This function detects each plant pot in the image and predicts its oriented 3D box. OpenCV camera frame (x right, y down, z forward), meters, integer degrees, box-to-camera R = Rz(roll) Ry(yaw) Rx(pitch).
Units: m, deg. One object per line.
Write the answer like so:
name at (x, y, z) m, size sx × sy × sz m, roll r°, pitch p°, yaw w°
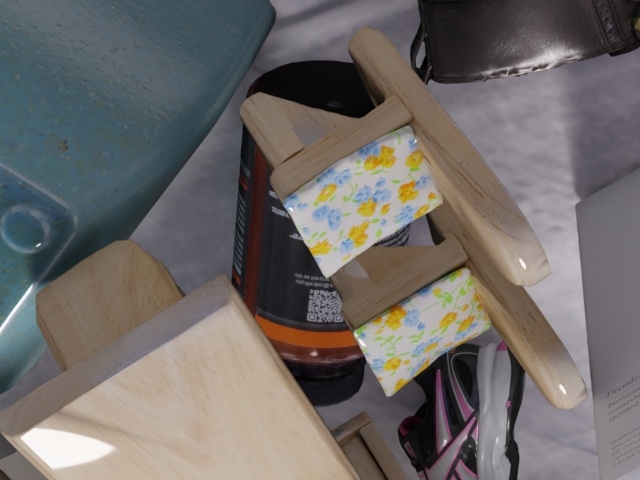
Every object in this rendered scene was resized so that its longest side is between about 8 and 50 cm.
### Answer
plant pot at (-0.200, -0.055, 0.961) m, size 0.247 × 0.252 × 0.248 m, roll 33°, pitch 117°, yaw -13°

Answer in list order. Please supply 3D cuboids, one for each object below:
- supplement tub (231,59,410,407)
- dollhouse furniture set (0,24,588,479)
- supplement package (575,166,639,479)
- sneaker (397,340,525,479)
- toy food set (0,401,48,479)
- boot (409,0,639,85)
supplement tub at (0.000, 0.000, 1.057) m, size 0.106 × 0.106 × 0.197 m, roll 7°, pitch 119°, yaw 1°
dollhouse furniture set at (-0.018, 0.169, 0.909) m, size 0.362 × 0.256 × 0.394 m, roll -32°, pitch 146°, yaw -2°
supplement package at (0.261, 0.066, 0.962) m, size 0.175 × 0.293 × 0.177 m, roll -32°, pitch 112°, yaw 20°
sneaker at (0.089, 0.139, 1.158) m, size 0.077 × 0.072 × 0.178 m, roll 8°, pitch 112°, yaw 14°
toy food set at (-0.147, 0.234, 1.221) m, size 0.220 × 0.092 × 0.306 m, roll -25°, pitch 122°, yaw 17°
boot at (0.140, -0.205, 0.954) m, size 0.263 × 0.091 × 0.229 m, roll -16°, pitch 122°, yaw 18°
